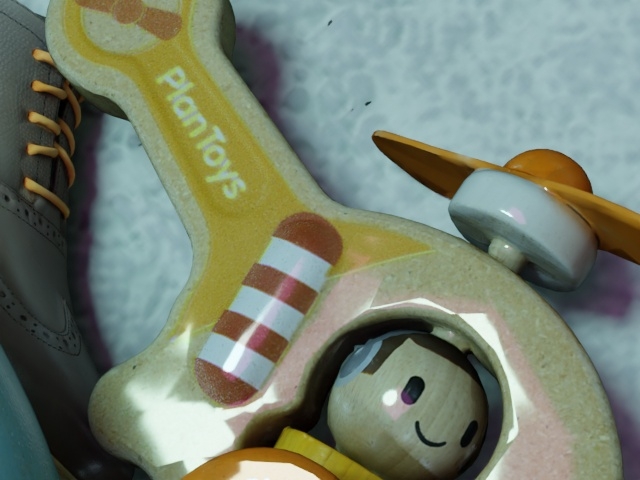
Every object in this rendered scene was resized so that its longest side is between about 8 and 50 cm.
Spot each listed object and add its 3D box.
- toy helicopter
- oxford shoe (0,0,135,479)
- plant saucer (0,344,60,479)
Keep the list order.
[{"bbox_3d":[0.000,0.000,0.632,0.235,0.140,0.355,-33,65,2],"label":"toy helicopter"},{"bbox_3d":[-0.160,-0.039,0.707,0.133,0.130,0.364,-30,70,-5],"label":"oxford shoe"},{"bbox_3d":[-0.191,0.063,0.619,0.043,0.317,0.317,-32,60,-33],"label":"plant saucer"}]
